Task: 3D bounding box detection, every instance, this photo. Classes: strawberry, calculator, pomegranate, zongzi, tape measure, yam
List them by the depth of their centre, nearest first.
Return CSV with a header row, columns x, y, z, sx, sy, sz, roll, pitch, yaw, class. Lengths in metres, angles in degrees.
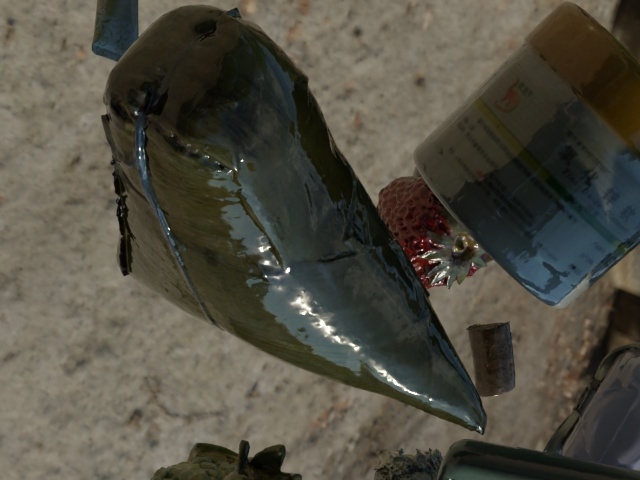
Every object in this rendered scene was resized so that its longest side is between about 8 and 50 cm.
x,y,z,sx,sy,sz,roll,pitch,yaw,class
0.000,0.000,0.907,0.174,0.393,0.356,-53,168,-22,zongzi
0.214,0.263,1.049,0.045,0.246,0.141,-63,158,-57,calculator
-0.106,0.326,1.205,0.236,0.236,0.302,-39,176,-42,pomegranate
0.347,0.217,1.322,0.196,0.105,0.178,-59,164,-4,tape measure
0.177,-0.032,1.934,0.205,0.244,0.205,-16,123,-27,strawberry
0.310,0.211,1.994,0.084,0.084,0.127,-16,98,-56,yam

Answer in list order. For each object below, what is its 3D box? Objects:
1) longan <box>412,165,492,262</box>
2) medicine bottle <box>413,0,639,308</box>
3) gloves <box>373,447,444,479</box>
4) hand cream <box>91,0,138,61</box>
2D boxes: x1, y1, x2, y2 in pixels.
x,y,z,sx,sy,sz,roll,pitch,yaw,class
0.303,-0.096,2.293,0.300,0.243,0.300,-171,-90,-78,longan
0.254,-0.085,1.150,0.232,0.238,0.238,-45,155,13,medicine bottle
0.114,0.334,1.372,0.114,0.070,0.153,3,81,-29,gloves
-0.233,-0.299,1.285,0.067,0.042,0.195,16,68,-48,hand cream
